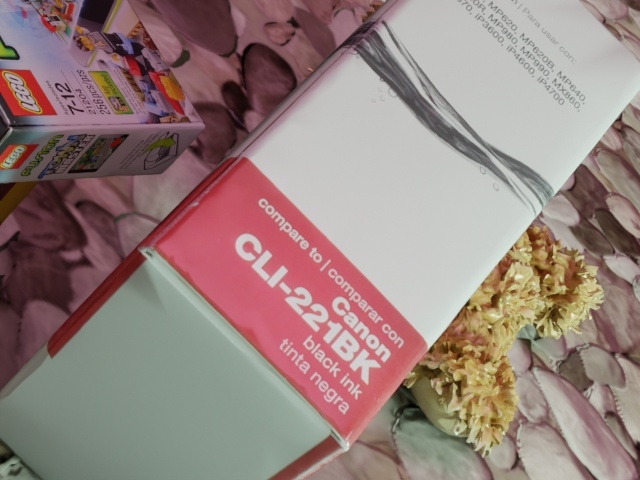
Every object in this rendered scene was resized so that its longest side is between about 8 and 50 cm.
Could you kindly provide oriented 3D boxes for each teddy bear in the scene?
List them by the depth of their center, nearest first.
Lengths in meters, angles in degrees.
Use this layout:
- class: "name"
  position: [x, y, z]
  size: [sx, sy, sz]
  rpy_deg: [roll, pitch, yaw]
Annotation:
- class: "teddy bear"
  position: [0.077, -0.025, 1.111]
  size: [0.245, 0.113, 0.338]
  rpy_deg: [47, 32, -2]

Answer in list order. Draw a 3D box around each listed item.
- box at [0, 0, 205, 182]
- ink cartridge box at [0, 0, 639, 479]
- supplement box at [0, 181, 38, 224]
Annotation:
- class: "box"
  position: [-0.144, -0.116, 0.781]
  size: [0.114, 0.036, 0.207]
  rpy_deg: [-7, 59, -53]
- class: "ink cartridge box"
  position: [0.000, 0.000, 0.837]
  size: [0.114, 0.197, 0.273]
  rpy_deg: [44, 52, -3]
- class: "supplement box"
  position: [-0.240, -0.087, 0.795]
  size: [0.191, 0.129, 0.194]
  rpy_deg: [-5, 57, -52]
